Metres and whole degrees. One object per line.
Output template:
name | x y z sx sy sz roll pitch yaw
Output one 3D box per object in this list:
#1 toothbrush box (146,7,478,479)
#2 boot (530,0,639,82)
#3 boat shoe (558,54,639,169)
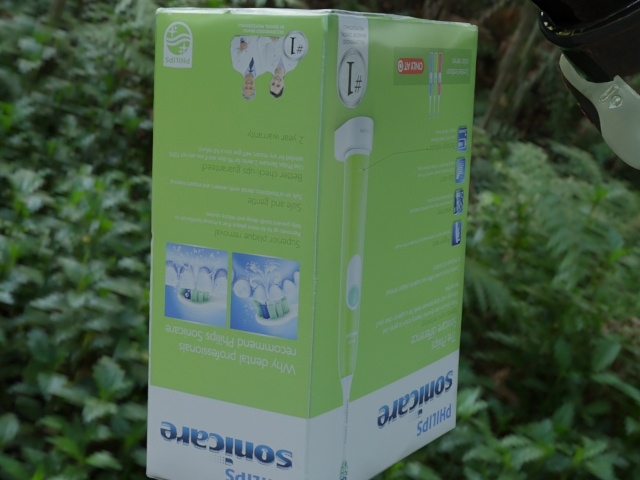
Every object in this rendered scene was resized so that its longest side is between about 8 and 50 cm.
toothbrush box | 0.000 0.000 0.773 0.122 0.283 0.206 6 11 30
boot | 0.171 -0.251 0.547 0.260 0.348 0.131 42 23 -26
boat shoe | 0.267 -0.123 1.120 0.133 0.049 0.042 55 12 7
